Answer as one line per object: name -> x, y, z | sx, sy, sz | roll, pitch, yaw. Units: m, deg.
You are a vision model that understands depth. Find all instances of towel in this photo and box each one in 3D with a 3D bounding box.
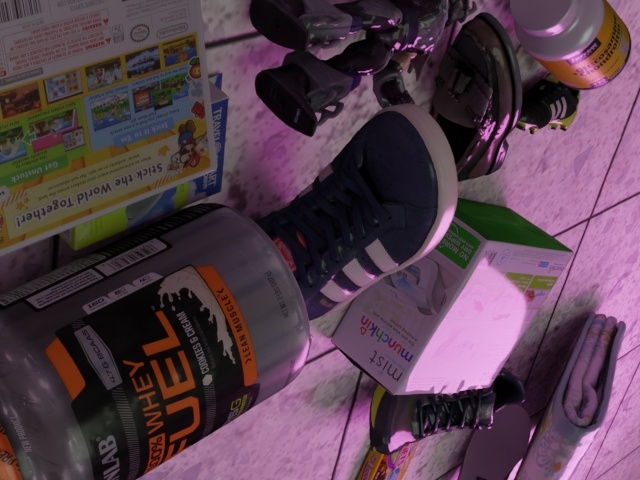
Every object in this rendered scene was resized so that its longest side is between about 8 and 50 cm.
towel -> 0.425, 0.331, 1.993 | 0.374, 0.090, 0.320 | -48, 158, -54

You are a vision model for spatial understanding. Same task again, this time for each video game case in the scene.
video game case -> -0.182, -0.115, 0.869 | 0.227, 0.026, 0.206 | -26, 125, -36

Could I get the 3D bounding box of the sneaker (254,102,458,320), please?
sneaker -> 0.000, 0.000, 1.092 | 0.148, 0.131, 0.350 | -19, 160, -33

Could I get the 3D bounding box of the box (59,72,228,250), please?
box -> -0.147, -0.070, 0.993 | 0.178, 0.042, 0.109 | -26, 141, -35

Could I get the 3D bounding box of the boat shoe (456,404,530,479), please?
boat shoe -> 0.294, 0.402, 2.015 | 0.088, 0.096, 0.267 | -47, 155, -80

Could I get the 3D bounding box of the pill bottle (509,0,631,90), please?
pill bottle -> 0.285, -0.246, 1.316 | 0.103, 0.103, 0.184 | -57, 149, 9

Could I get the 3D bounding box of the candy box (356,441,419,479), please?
candy box -> 0.113, 0.318, 1.748 | 0.105, 0.027, 0.205 | -14, 133, -49

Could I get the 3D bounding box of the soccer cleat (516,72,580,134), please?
soccer cleat -> 0.275, -0.174, 1.429 | 0.179, 0.060, 0.072 | -12, 122, -55

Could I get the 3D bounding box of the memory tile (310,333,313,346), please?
memory tile -> -0.065, 0.124, 1.328 | 0.113, 0.012, 0.148 | -44, 149, -12

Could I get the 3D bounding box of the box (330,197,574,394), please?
box -> 0.178, 0.074, 1.484 | 0.262, 0.127, 0.231 | 5, 119, -54

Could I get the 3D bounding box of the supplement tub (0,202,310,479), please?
supplement tub -> -0.181, 0.108, 0.988 | 0.316, 0.194, 0.193 | -29, 142, -33

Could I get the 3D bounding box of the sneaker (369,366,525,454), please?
sneaker -> 0.180, 0.229, 1.629 | 0.300, 0.121, 0.111 | -21, 114, -45

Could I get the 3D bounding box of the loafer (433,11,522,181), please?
loafer -> 0.163, -0.140, 1.267 | 0.084, 0.096, 0.267 | -29, 153, -11

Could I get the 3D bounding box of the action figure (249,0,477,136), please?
action figure -> 0.060, -0.195, 1.085 | 0.285, 0.099, 0.185 | -26, 136, -41
